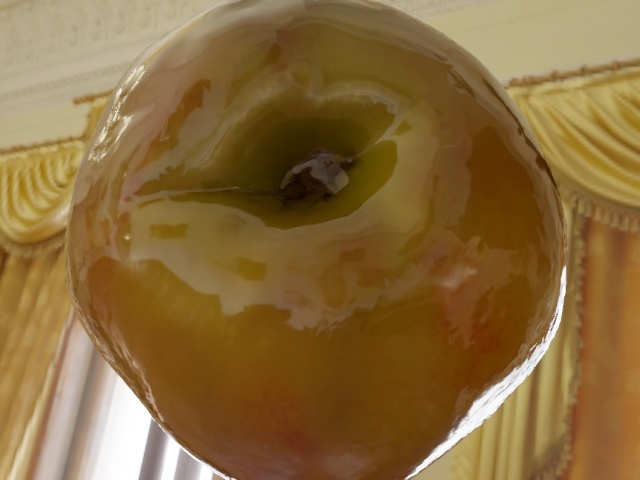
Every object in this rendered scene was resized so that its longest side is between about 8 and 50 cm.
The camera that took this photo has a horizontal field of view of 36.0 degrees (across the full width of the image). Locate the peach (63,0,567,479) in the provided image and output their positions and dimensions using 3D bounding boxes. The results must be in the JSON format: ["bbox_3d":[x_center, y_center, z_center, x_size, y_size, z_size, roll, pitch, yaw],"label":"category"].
[{"bbox_3d":[0.003,0.004,0.595,0.288,0.289,0.308,8,-16,3],"label":"peach"}]
